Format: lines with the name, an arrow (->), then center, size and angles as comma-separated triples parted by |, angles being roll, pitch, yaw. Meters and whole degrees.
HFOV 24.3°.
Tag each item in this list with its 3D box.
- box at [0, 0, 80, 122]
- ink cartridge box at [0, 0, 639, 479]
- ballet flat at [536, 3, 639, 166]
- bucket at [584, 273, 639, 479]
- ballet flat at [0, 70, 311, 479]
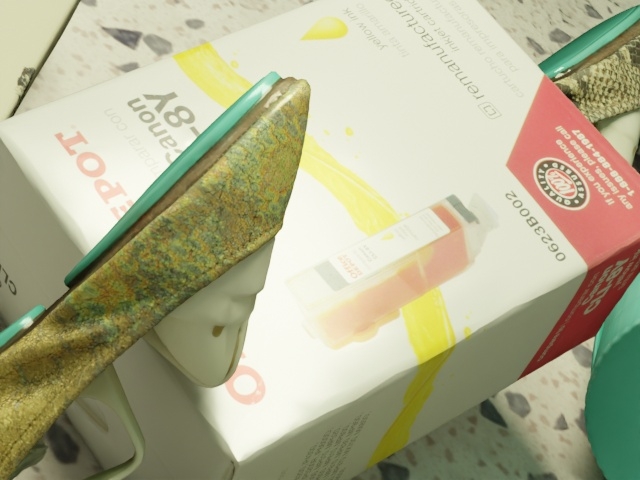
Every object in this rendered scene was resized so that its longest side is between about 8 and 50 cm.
box -> -0.258, -0.117, 1.063 | 0.094, 0.113, 0.275 | 29, 38, -11
ink cartridge box -> 0.000, 0.000, 1.012 | 0.384, 0.160, 0.279 | -26, 67, -31
ballet flat -> 0.192, -0.085, 1.389 | 0.482, 0.164, 0.182 | -24, 88, -44
bucket -> 0.349, 0.108, 1.191 | 0.281, 0.281, 0.183 | 38, 38, 2
ballet flat -> -0.113, 0.059, 0.798 | 0.123, 0.348, 0.123 | 49, 3, -3
